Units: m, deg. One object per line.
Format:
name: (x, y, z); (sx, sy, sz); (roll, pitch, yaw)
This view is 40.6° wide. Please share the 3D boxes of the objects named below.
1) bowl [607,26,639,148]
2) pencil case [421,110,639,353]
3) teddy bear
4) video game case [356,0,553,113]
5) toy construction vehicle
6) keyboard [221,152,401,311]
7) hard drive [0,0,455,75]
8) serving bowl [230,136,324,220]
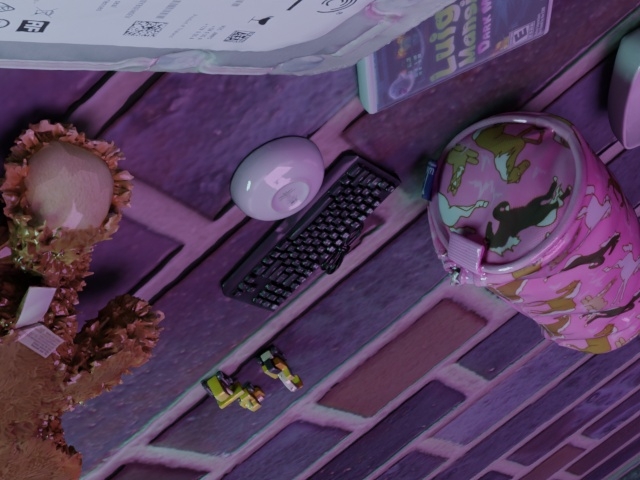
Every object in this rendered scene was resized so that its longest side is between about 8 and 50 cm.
bowl: (0.338, -0.170, 0.838); (0.142, 0.053, 0.142); (-29, 148, -8)
pencil case: (0.246, 0.010, 0.898); (0.167, 0.160, 0.386); (-15, 156, 27)
teddy bear: (-0.238, 0.058, 0.617); (0.245, 0.113, 0.338); (-26, 139, -24)
video game case: (0.102, -0.195, 0.633); (0.173, 0.022, 0.190); (-26, 146, -11)
toy construction vehicle: (-0.068, 0.158, 0.930); (0.086, 0.035, 0.098); (-34, 147, 1)
keyboard: (0.000, 0.000, 0.798); (0.180, 0.023, 0.108); (-45, 146, 19)
hard drive: (-0.067, -0.147, 0.410); (0.339, 0.064, 0.237); (-7, 173, -36)
serving bowl: (-0.031, -0.045, 0.709); (0.083, 0.027, 0.083); (-23, 147, -16)
